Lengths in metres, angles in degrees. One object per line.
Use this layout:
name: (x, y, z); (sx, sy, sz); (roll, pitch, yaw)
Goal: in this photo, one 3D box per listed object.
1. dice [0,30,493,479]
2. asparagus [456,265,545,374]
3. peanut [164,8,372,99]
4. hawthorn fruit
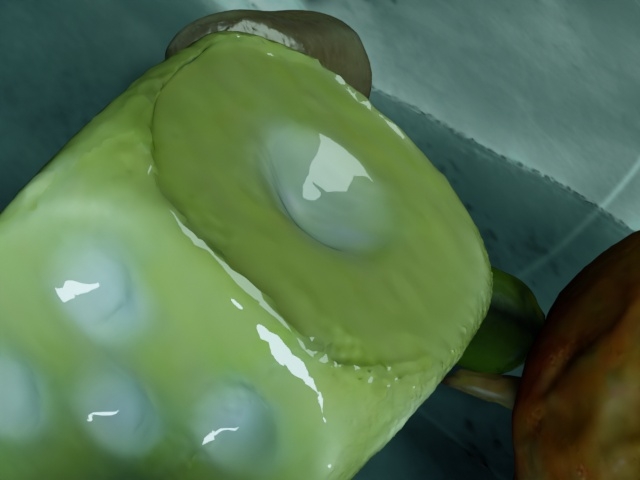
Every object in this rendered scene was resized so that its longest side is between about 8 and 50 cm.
dice: (-0.046, 0.030, 0.683); (0.169, 0.169, 0.166); (45, 34, 0)
asparagus: (-0.001, 0.001, 0.857); (0.278, 0.060, 0.067); (27, 59, -24)
peanut: (-0.028, -0.091, 0.909); (0.152, 0.076, 0.076); (-7, 60, -51)
hawthorn fruit: (0.205, 0.103, 0.808); (0.298, 0.277, 0.277); (8, 36, 10)
